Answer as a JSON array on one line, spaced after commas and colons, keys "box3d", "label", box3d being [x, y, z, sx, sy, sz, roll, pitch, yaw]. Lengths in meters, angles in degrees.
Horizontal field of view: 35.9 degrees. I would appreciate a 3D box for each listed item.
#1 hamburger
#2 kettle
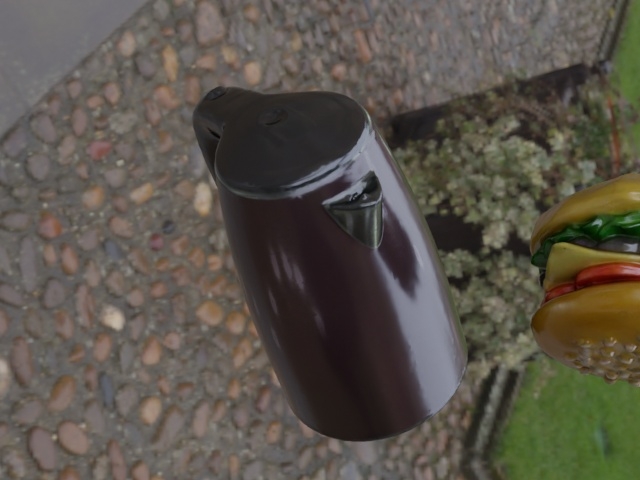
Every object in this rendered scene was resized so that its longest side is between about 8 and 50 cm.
[{"box3d": [0.206, 0.026, 0.609, 0.162, 0.162, 0.115, 33, 55, -47], "label": "hamburger"}, {"box3d": [0.000, 0.000, 0.695, 0.144, 0.202, 0.232, -32, 130, -16], "label": "kettle"}]
